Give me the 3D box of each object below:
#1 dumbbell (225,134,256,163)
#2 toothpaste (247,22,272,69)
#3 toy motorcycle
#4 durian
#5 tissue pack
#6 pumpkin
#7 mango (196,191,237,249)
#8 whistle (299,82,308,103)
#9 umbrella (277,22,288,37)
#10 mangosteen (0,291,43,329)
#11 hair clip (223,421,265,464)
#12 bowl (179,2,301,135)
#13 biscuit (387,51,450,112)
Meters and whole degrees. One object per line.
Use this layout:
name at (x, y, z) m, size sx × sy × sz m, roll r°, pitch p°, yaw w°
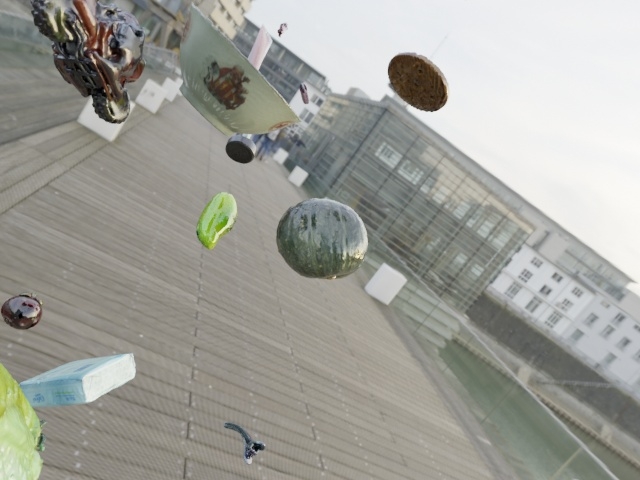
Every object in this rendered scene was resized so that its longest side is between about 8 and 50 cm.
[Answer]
dumbbell at (-0.246, -0.355, 1.461) m, size 0.100 × 0.100 × 0.191 m, roll 31°, pitch 49°, yaw -26°
toothpaste at (-0.196, -0.579, 1.357) m, size 0.043 × 0.194 × 0.067 m, roll 6°, pitch -24°, yaw 28°
toy motorcycle at (-0.402, -0.396, 0.754) m, size 0.134 × 0.207 × 0.401 m, roll 11°, pitch -24°, yaw 7°
durian at (-0.476, 0.242, 0.557) m, size 0.256 × 0.339 × 0.204 m, roll 17°, pitch 33°, yaw 23°
tissue pack at (-0.674, 0.392, 1.217) m, size 0.177 × 0.264 × 0.089 m, roll -18°, pitch 93°, yaw -68°
pumpkin at (0.000, 0.000, 1.397) m, size 0.292 × 0.257 × 0.328 m, roll -2°, pitch -9°, yaw -11°
mango at (-0.365, -0.067, 1.544) m, size 0.125 × 0.111 × 0.232 m, roll 38°, pitch 50°, yaw -35°
whistle at (-0.066, -0.604, 1.807) m, size 0.033 × 0.033 × 0.176 m, roll 36°, pitch 0°, yaw 2°
umbrella at (-0.109, -0.619, 1.272) m, size 0.025 × 0.027 × 0.165 m, roll 45°, pitch 23°, yaw -23°
mangosteen at (-0.654, 0.157, 0.963) m, size 0.081 × 0.081 × 0.081 m, roll 35°, pitch 10°, yaw -7°
hair clip at (-0.284, 0.712, 1.582) m, size 0.048 × 0.083 × 0.275 m, roll 51°, pitch -21°, yaw -21°
bowl at (-0.212, -0.344, 0.992) m, size 0.337 × 0.157 × 0.337 m, roll 45°, pitch 7°, yaw -7°
biscuit at (0.253, -0.411, 1.147) m, size 0.188 × 0.027 × 0.188 m, roll 36°, pitch -13°, yaw 10°
